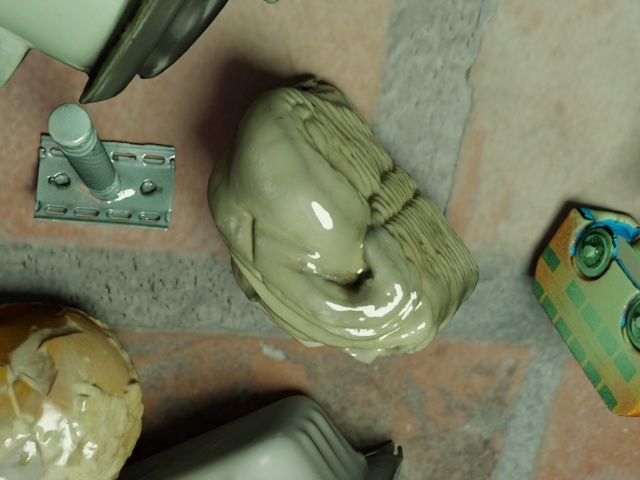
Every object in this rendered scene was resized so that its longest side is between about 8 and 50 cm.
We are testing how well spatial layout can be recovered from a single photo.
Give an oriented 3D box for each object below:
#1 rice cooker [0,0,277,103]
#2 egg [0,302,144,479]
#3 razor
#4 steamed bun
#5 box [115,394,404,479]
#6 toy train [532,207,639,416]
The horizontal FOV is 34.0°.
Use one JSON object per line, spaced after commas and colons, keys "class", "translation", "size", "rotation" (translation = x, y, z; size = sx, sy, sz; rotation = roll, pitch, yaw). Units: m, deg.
{"class": "rice cooker", "translation": [-0.131, -0.228, 0.558], "size": [0.316, 0.264, 0.316], "rotation": [-3, 109, -8]}
{"class": "egg", "translation": [-0.255, 0.146, 0.843], "size": [0.233, 0.195, 0.195], "rotation": [-12, 125, 23]}
{"class": "razor", "translation": [-0.153, -0.056, 0.708], "size": [0.106, 0.232, 0.068], "rotation": [4, 83, -7]}
{"class": "steamed bun", "translation": [-0.001, -0.002, 0.755], "size": [0.144, 0.218, 0.211], "rotation": [-36, 92, 20]}
{"class": "box", "translation": [-0.106, 0.236, 0.908], "size": [0.336, 0.264, 0.106], "rotation": [-26, 93, 13]}
{"class": "toy train", "translation": [0.240, 0.059, 0.814], "size": [0.072, 0.188, 0.099], "rotation": [10, 127, -31]}
